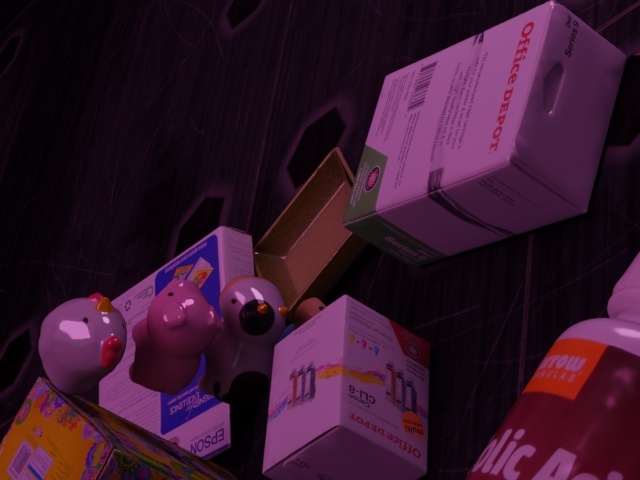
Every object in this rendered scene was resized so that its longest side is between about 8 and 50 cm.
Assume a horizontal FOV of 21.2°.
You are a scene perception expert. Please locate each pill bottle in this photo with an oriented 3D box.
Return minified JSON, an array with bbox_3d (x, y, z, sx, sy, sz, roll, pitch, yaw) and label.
[{"bbox_3d":[0.228,0.202,1.289,0.392,0.224,0.224,-55,25,-14],"label":"pill bottle"}]

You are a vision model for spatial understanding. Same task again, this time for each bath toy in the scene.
[{"bbox_3d":[-0.144,0.112,1.938,0.129,0.348,0.151,-4,83,58],"label":"bath toy"}]

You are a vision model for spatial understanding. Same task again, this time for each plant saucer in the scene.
[{"bbox_3d":[0.000,0.000,2.141,0.188,0.045,0.188,-52,27,15],"label":"plant saucer"}]

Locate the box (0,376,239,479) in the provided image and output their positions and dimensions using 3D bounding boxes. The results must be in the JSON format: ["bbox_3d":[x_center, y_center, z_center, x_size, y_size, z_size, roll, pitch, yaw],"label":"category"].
[{"bbox_3d":[-0.199,0.317,1.889,0.177,0.279,0.290,-61,26,-3],"label":"box"}]

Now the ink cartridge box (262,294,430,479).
[{"bbox_3d":[0.030,0.178,1.809,0.127,0.128,0.176,-37,35,37],"label":"ink cartridge box"}]

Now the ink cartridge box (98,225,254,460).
[{"bbox_3d":[-0.189,0.178,2.233,0.303,0.072,0.307,-31,54,42],"label":"ink cartridge box"}]

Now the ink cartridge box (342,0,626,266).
[{"bbox_3d":[0.176,-0.109,1.865,0.289,0.121,0.211,-19,46,52],"label":"ink cartridge box"}]
